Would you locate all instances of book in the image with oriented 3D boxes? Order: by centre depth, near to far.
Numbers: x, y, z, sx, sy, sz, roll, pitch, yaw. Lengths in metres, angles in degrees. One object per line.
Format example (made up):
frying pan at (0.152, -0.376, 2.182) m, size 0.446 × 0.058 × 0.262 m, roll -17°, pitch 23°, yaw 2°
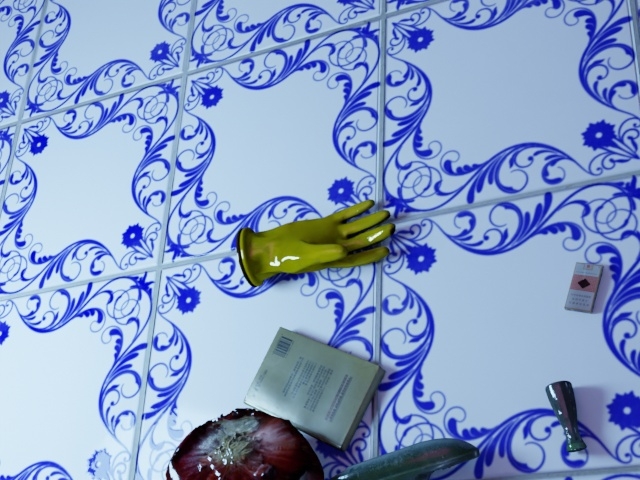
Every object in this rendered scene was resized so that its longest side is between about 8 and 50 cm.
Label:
book at (-0.014, 0.258, 1.775) m, size 0.231 × 0.026 × 0.161 m, roll 18°, pitch 75°, yaw 36°

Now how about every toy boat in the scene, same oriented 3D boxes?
toy boat at (0.134, 0.376, 1.596) m, size 0.261 × 0.078 × 0.085 m, roll -23°, pitch 79°, yaw 19°

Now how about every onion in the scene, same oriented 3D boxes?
onion at (-0.118, 0.420, 1.657) m, size 0.272 × 0.195 × 0.272 m, roll -7°, pitch 38°, yaw 5°

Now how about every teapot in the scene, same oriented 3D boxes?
teapot at (0.378, 0.272, 1.534) m, size 0.043 × 0.043 × 0.110 m, roll -20°, pitch 59°, yaw 19°

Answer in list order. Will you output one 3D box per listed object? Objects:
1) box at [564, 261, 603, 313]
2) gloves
box at (0.429, 0.077, 1.629) m, size 0.046 × 0.012 × 0.083 m, roll 7°, pitch 68°, yaw 33°
gloves at (0.000, -0.001, 1.872) m, size 0.294 × 0.116 × 0.133 m, roll -13°, pitch 65°, yaw 16°
